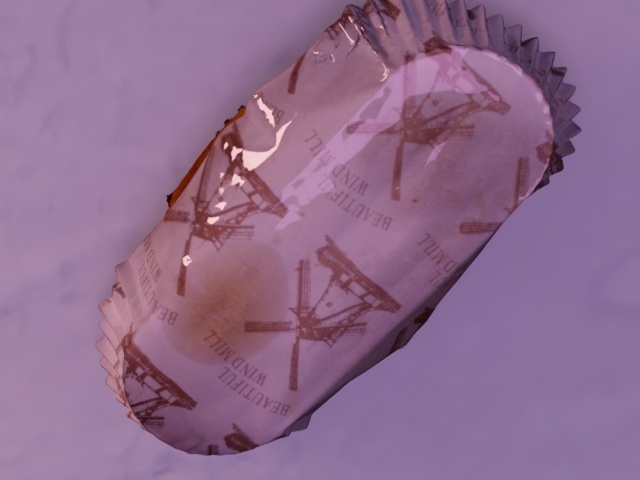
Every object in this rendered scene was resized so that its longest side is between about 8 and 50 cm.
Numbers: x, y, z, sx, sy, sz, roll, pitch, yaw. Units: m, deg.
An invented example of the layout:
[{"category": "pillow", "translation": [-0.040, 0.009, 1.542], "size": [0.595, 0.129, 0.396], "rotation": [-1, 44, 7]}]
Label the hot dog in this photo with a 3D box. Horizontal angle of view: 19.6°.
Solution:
[{"category": "hot dog", "translation": [0.000, 0.000, 0.611], "size": [0.099, 0.053, 0.192], "rotation": [37, 110, -12]}]
